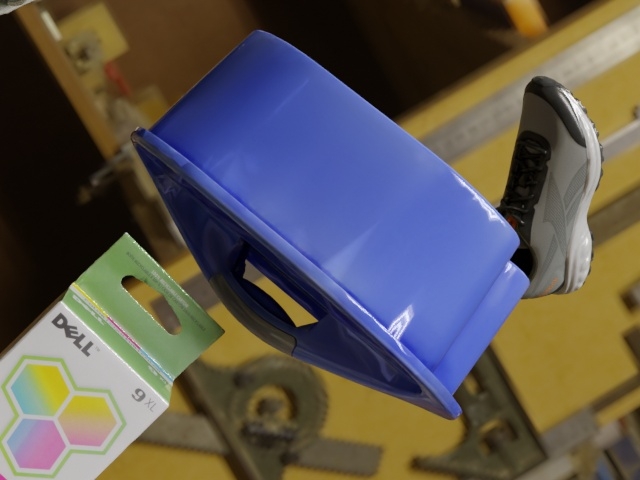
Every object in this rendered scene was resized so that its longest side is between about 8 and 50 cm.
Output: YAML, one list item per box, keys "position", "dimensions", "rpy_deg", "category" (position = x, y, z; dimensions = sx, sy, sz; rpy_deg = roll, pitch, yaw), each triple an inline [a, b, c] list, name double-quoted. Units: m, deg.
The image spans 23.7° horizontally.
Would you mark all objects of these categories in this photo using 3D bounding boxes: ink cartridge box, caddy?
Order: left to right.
- position: [-0.178, 0.107, 1.100]
  dimensions: [0.109, 0.209, 0.062]
  rpy_deg: [46, 4, -9]
  category: "ink cartridge box"
- position: [0.000, 0.000, 1.191]
  dimensions: [0.341, 0.179, 0.241]
  rpy_deg: [39, -6, 21]
  category: "caddy"

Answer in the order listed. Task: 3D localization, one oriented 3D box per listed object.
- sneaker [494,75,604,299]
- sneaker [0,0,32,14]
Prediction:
- position: [0.250, -0.052, 1.732]
  dimensions: [0.100, 0.108, 0.271]
  rpy_deg: [31, -50, 52]
  category: "sneaker"
- position: [-0.276, -0.282, 1.483]
  dimensions: [0.152, 0.305, 0.114]
  rpy_deg: [29, -37, 39]
  category: "sneaker"
